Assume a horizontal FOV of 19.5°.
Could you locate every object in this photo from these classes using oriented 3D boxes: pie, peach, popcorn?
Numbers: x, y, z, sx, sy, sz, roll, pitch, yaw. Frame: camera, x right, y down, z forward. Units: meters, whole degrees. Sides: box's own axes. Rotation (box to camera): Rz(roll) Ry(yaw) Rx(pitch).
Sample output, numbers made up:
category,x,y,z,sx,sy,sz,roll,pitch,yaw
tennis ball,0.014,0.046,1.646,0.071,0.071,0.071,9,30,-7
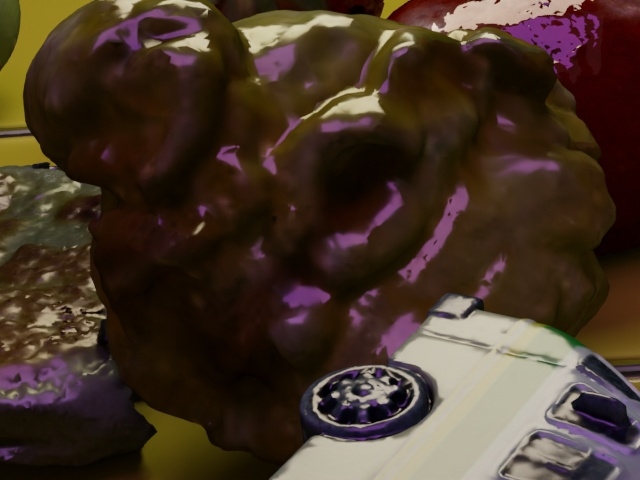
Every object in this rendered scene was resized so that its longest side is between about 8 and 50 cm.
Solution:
category,x,y,z,sx,sy,sz,roll,pitch,yaw
pie,-0.173,0.033,1.025,0.302,0.067,0.302,-6,28,3
peach,0.143,-0.073,1.060,0.267,0.159,0.154,-4,35,3
popcorn,0.000,0.000,0.895,0.285,0.174,0.225,6,69,-19

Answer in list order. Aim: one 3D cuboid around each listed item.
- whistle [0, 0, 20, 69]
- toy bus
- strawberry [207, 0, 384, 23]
category,x,y,z,sx,sy,sz,roll,pitch,yaw
whistle,-0.301,-0.104,1.279,0.141,0.141,0.294,12,67,32
toy bus,0.044,0.147,0.702,0.164,0.134,0.276,12,36,33
strawberry,-0.055,-0.176,1.284,0.184,0.187,0.201,29,-6,-13
